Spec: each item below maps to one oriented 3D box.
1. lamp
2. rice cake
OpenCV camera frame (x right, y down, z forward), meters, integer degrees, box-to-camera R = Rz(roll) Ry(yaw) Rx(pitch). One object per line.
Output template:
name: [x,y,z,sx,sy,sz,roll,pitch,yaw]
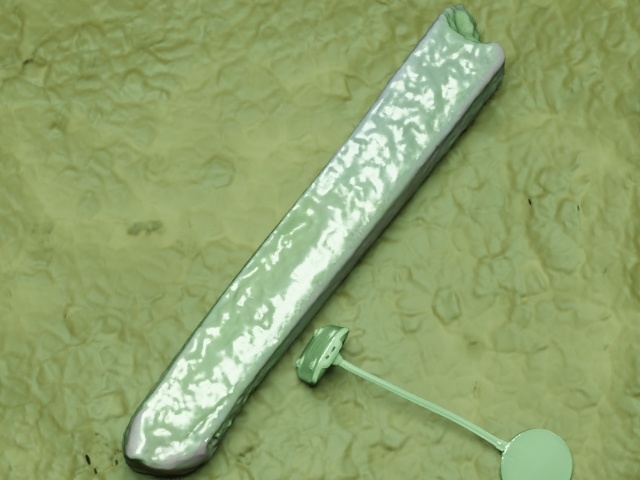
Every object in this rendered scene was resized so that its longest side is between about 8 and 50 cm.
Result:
lamp: [0.079,0.118,1.213,0.198,0.056,0.050,29,79,-4]
rice cake: [0.000,0.001,1.215,0.064,0.070,0.399,37,82,4]
